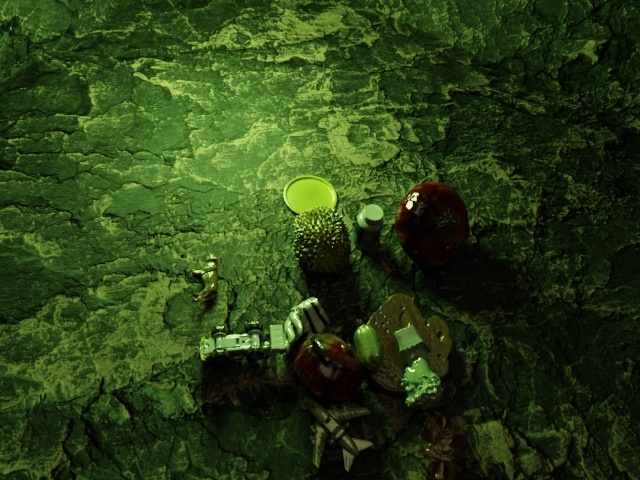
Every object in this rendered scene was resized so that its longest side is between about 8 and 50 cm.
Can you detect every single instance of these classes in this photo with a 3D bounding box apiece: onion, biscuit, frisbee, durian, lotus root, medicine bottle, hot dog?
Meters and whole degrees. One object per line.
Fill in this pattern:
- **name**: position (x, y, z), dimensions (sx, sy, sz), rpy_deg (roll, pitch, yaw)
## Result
- **onion**: position (0.435, -0.064, 2.076), dimensions (0.347, 0.285, 0.348), rpy_deg (-1, 92, -27)
- **biscuit**: position (0.304, 0.375, 1.841), dimensions (0.358, 0.074, 0.381), rpy_deg (7, 54, -5)
- **frisbee**: position (-0.044, -0.191, 2.203), dimensions (0.235, 0.017, 0.236), rpy_deg (4, 55, -6)
- **durian**: position (-0.002, -0.005, 1.953), dimensions (0.258, 0.258, 0.293), rpy_deg (-8, 53, -15)
- **lotus root**: position (0.164, 0.358, 1.755), dimensions (0.090, 0.077, 0.183), rpy_deg (-19, 59, 0)
- **onion**: position (0.033, 0.417, 1.682), dimensions (0.246, 0.190, 0.246), rpy_deg (34, 19, -13)
- **medicine bottle**: position (0.193, -0.056, 2.044), dimensions (0.106, 0.191, 0.107), rpy_deg (5, 56, -7)
- **hot dog**: position (0.394, 0.671, 1.636), dimensions (0.146, 0.103, 0.213), rpy_deg (10, 56, -4)

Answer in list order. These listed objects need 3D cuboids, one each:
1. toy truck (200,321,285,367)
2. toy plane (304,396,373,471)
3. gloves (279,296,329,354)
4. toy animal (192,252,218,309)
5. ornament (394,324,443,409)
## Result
- **toy truck**: position (-0.265, 0.360, 1.727), dimensions (0.285, 0.111, 0.136), rpy_deg (-4, 45, -8)
- **toy plane**: position (0.038, 0.601, 1.632), dimensions (0.242, 0.104, 0.256), rpy_deg (-42, 77, -14)
- **gloves**: position (-0.075, 0.310, 1.791), dimensions (0.218, 0.140, 0.131), rpy_deg (-37, 49, -15)
- **toy animal**: position (-0.426, 0.148, 1.881), dimensions (0.099, 0.057, 0.241), rpy_deg (-3, 56, -12)
- **ornament**: position (0.330, 0.424, 1.708), dimensions (0.130, 0.120, 0.285), rpy_deg (-12, 58, 10)
